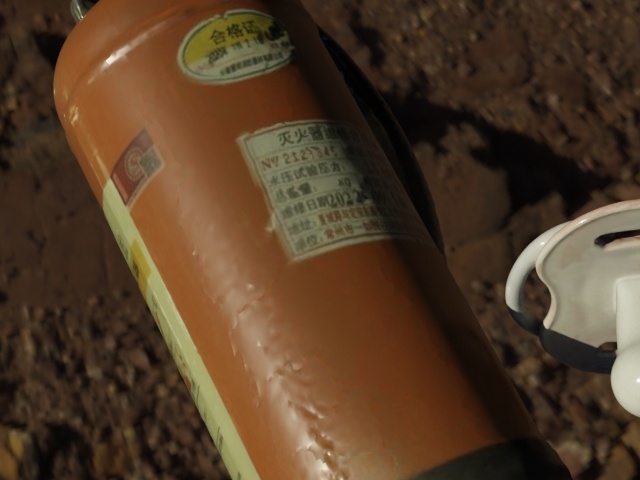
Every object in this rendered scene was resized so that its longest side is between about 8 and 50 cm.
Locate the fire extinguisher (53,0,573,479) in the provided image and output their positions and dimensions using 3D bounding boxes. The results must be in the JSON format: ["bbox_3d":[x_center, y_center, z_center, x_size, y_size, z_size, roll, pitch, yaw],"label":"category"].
[{"bbox_3d":[-0.010,0.005,0.690,0.113,0.376,0.200,-32,157,9],"label":"fire extinguisher"}]

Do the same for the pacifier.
[{"bbox_3d":[0.110,0.031,0.609,0.081,0.078,0.099,-9,140,3],"label":"pacifier"}]
